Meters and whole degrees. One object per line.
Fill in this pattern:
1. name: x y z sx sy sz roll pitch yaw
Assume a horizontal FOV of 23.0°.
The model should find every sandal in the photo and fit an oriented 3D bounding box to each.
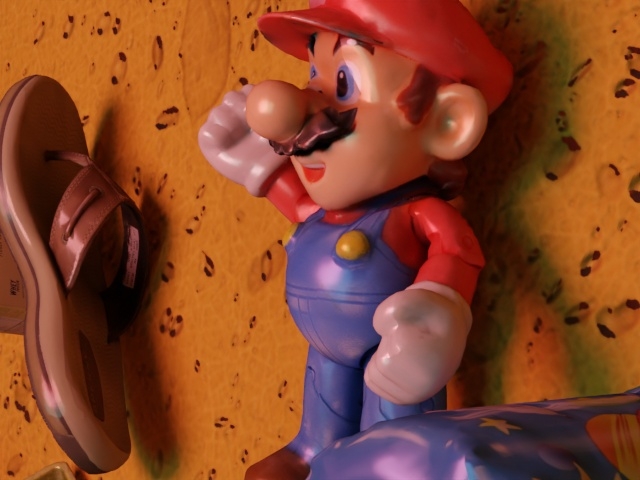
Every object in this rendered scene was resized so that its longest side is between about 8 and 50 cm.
1. sandal: -0.159 0.017 1.105 0.086 0.120 0.303 -23 63 14

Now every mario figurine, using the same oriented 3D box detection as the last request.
1. mario figurine: 0.000 0.000 0.842 0.198 0.170 0.321 4 91 22

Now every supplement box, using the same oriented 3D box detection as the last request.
1. supplement box: -0.232 0.023 1.190 0.056 0.083 0.083 -29 60 43

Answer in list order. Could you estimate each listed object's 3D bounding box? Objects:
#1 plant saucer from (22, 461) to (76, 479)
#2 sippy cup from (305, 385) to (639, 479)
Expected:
1. plant saucer: -0.221 0.273 1.092 0.188 0.045 0.188 -30 47 -9
2. sippy cup: 0.103 0.162 0.646 0.305 0.224 0.240 -51 48 30
